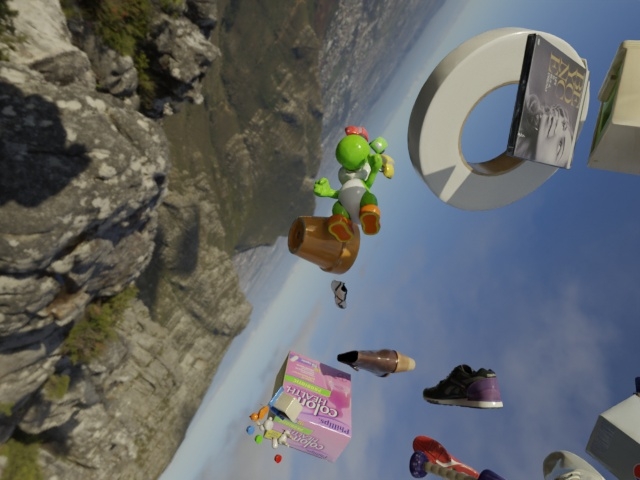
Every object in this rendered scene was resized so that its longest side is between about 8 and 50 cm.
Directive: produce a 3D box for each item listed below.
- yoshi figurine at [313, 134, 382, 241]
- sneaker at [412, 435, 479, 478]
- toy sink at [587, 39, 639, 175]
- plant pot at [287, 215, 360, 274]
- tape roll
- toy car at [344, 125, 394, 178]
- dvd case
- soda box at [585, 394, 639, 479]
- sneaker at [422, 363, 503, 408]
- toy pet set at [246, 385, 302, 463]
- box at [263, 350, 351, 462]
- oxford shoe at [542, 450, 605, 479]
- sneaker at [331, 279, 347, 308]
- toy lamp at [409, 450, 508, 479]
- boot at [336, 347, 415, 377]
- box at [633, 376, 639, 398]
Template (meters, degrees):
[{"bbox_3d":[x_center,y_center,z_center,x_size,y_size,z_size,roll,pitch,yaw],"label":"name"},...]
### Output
[{"bbox_3d":[0.097,-0.189,1.294,0.203,0.203,0.362,124,-22,-46],"label":"yoshi figurine"},{"bbox_3d":[0.388,0.708,1.331,0.087,0.221,0.128,-50,158,-16],"label":"sneaker"},{"bbox_3d":[0.580,-0.258,0.751,0.234,0.131,0.153,-70,157,-12],"label":"toy sink"},{"bbox_3d":[0.000,0.000,1.413,0.205,0.187,0.205,-31,-128,52],"label":"plant pot"},{"bbox_3d":[0.383,-0.248,0.912,0.392,0.392,0.072,-57,-152,21],"label":"tape roll"},{"bbox_3d":[0.203,-0.341,1.526,0.053,0.239,0.225,-41,-177,27],"label":"toy car"},{"bbox_3d":[0.360,-0.202,0.653,0.221,0.018,0.165,-2,102,-42],"label":"dvd case"},{"bbox_3d":[0.547,0.359,0.591,0.286,0.098,0.091,-138,-139,-55],"label":"soda box"},{"bbox_3d":[0.437,0.450,1.312,0.283,0.107,0.124,-24,-119,53],"label":"sneaker"},{"bbox_3d":[-0.098,0.344,0.819,0.065,0.122,0.114,5,-137,42],"label":"toy pet set"},{"bbox_3d":[-0.029,0.475,1.224,0.243,0.213,0.117,-80,-164,-64],"label":"box"},{"bbox_3d":[0.755,0.750,1.233,0.169,0.130,0.449,-43,176,15],"label":"oxford shoe"},{"bbox_3d":[0.068,0.177,1.352,0.040,0.043,0.109,-52,132,-47],"label":"sneaker"},{"bbox_3d":[0.348,0.595,1.052,0.274,0.080,0.080,-15,-144,50],"label":"toy lamp"},{"bbox_3d":[0.142,0.363,1.287,0.248,0.206,0.090,146,-45,-61],"label":"boot"},{"bbox_3d":[0.846,0.452,1.012,0.136,0.036,0.225,-10,-107,45],"label":"box"}]
